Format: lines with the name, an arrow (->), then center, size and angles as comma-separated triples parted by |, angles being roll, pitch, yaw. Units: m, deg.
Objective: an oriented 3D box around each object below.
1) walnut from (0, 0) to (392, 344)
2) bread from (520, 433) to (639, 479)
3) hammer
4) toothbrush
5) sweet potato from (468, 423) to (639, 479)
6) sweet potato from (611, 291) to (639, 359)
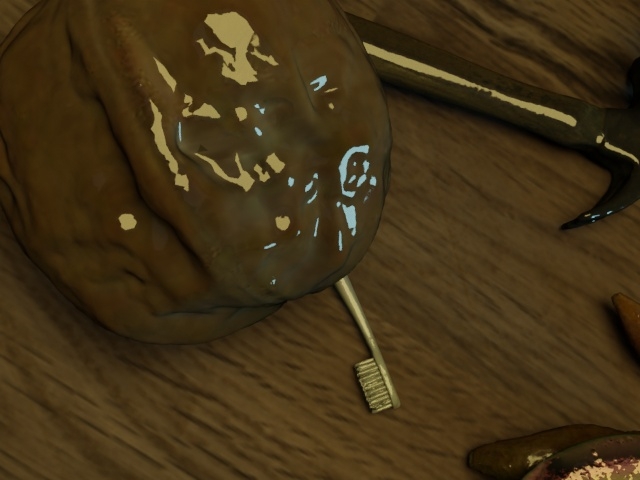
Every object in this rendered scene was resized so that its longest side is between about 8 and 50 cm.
walnut -> -0.084, -0.070, 0.800 | 0.273, 0.273, 0.227 | 47, 39, 0
bread -> 0.217, 0.249, 0.864 | 0.228, 0.033, 0.228 | -1, 95, -10
hammer -> 0.073, -0.139, 0.955 | 0.440, 0.044, 0.168 | 19, 71, -8
toothbrush -> 0.000, 0.000, 0.915 | 0.025, 0.019, 0.275 | -20, 82, -10
sweet potato -> 0.247, 0.176, 0.909 | 0.274, 0.067, 0.067 | 7, 75, -7
sweet potato -> 0.308, 0.119, 0.945 | 0.218, 0.051, 0.065 | 37, 75, -2
